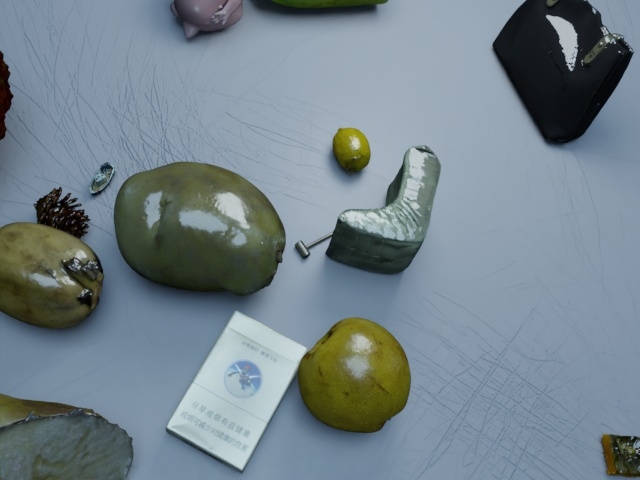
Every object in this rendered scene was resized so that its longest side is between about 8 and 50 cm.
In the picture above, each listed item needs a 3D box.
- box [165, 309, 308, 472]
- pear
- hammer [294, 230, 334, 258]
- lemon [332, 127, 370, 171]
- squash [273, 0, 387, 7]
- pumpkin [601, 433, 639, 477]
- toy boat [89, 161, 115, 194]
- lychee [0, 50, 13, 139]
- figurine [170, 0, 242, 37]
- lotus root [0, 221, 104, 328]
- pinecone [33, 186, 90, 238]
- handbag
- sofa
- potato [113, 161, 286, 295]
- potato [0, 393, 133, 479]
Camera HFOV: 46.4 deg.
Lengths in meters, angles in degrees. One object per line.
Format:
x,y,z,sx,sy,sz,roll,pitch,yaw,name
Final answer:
-0.155,0.281,1.403,0.164,0.069,0.256,28,67,4,box
0.067,0.255,1.380,0.209,0.209,0.208,3,67,-7,pear
0.000,0.000,1.576,0.110,0.019,0.035,-27,74,-24,hammer
0.067,-0.203,1.634,0.082,0.082,0.110,-15,70,-14,lemon
0.005,-0.660,1.751,0.309,0.210,0.233,-3,54,-14,squash
0.600,0.422,1.467,0.074,0.054,0.083,5,62,-11,pumpkin
-0.455,-0.127,1.547,0.038,0.038,0.083,23,65,2,toy boat
-0.788,-0.280,1.372,0.425,0.500,0.424,-3,102,-12,lychee
-0.203,-0.573,1.694,0.287,0.186,0.176,-31,82,16,figurine
-0.552,0.050,1.388,0.310,0.183,0.182,22,66,3,lotus root
-0.514,-0.045,1.479,0.102,0.102,0.109,-41,106,-21,pinecone
0.556,-0.431,1.693,0.152,0.288,0.342,-19,72,-21,handbag
0.128,-0.068,1.522,0.176,0.210,0.225,16,69,0,sofa
-0.228,-0.024,1.438,0.326,0.221,0.243,8,56,-4,potato
-0.563,0.331,1.241,0.397,0.290,0.296,-24,43,-37,potato
